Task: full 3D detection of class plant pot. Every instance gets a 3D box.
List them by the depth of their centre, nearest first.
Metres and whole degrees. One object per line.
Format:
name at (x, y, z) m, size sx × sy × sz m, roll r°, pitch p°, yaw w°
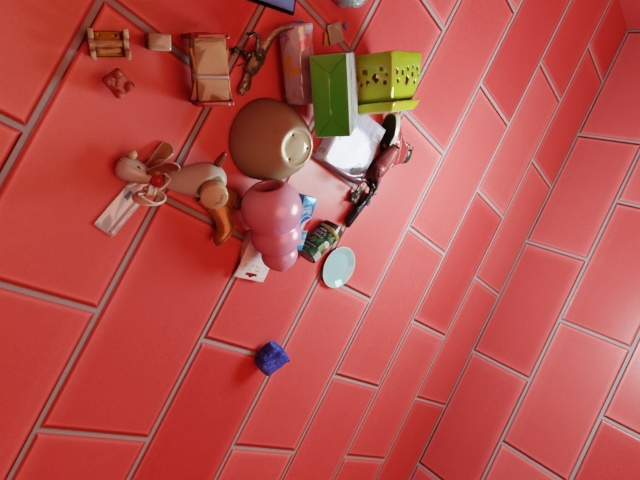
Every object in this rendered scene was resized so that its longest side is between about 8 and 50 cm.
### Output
plant pot at (-0.137, -0.325, 1.666) m, size 0.284 × 0.191 × 0.283 m, roll -17°, pitch 117°, yaw -36°
plant pot at (0.229, -0.574, 1.829) m, size 0.228 × 0.227 × 0.207 m, roll -23°, pitch 112°, yaw -48°

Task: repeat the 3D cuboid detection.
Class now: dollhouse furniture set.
dollhouse furniture set at (-0.439, -0.480, 1.391) m, size 0.375 × 0.152 × 0.201 m, roll -8°, pitch 113°, yaw -22°

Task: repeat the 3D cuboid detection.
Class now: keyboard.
keyboard at (-0.566, -0.130, 1.485) m, size 0.256 × 0.014 × 0.072 m, roll -54°, pitch 128°, yaw -12°
keyboard at (0.166, -0.140, 2.104) m, size 0.180 × 0.023 × 0.108 m, roll -54°, pitch 171°, yaw -12°

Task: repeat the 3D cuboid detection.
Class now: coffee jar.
coffee jar at (0.000, 0.000, 1.986) m, size 0.184 × 0.096 × 0.079 m, roll -45°, pitch 134°, yaw -21°

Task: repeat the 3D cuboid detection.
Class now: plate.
plate at (0.075, 0.114, 2.150) m, size 0.188 × 0.024 × 0.188 m, roll -18°, pitch 118°, yaw -36°

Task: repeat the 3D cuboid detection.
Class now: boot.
boot at (-0.351, -0.093, 1.652) m, size 0.152 × 0.073 × 0.197 m, roll 32°, pitch 72°, yaw -45°
boot at (0.337, -0.438, 2.125) m, size 0.176 × 0.088 × 0.244 m, roll -20°, pitch 127°, yaw -36°

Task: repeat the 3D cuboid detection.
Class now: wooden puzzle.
wooden puzzle at (0.052, -0.747, 1.791) m, size 0.116 × 0.014 × 0.078 m, roll -26°, pitch 127°, yaw -32°

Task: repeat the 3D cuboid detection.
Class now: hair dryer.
hair dryer at (0.239, -0.260, 2.015) m, size 0.080 × 0.224 × 0.293 m, roll 29°, pitch 84°, yaw -21°

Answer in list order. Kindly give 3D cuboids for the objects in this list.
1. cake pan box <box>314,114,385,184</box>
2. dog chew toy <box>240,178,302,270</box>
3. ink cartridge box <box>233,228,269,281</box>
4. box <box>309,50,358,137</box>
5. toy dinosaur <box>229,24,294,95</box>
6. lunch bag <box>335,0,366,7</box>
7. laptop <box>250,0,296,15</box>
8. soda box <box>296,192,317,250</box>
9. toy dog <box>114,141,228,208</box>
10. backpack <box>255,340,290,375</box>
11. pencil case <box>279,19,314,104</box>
cake pan box at (0.123, -0.388, 1.961) m, size 0.246 × 0.070 × 0.266 m, roll 24°, pitch 90°, yaw -47°
dog chew toy at (-0.157, -0.038, 1.713) m, size 0.207 × 0.207 × 0.331 m, roll -27°, pitch 126°, yaw -32°
ink cartridge box at (-0.238, 0.058, 1.842) m, size 0.146 × 0.045 × 0.179 m, roll 18°, pitch 103°, yaw -45°
box at (0.055, -0.500, 1.686) m, size 0.231 × 0.127 × 0.261 m, roll -67°, pitch 154°, yaw -65°
toy dinosaur at (-0.207, -0.593, 1.562) m, size 0.118 × 0.064 × 0.268 m, roll 22°, pitch 111°, yaw -49°
lunch bag at (0.120, -0.959, 1.699) m, size 0.224 × 0.108 × 0.279 m, roll 36°, pitch 81°, yaw -44°
laptop at (-0.112, -0.855, 1.511) m, size 0.234 × 0.264 × 0.136 m, roll -3°, pitch 72°, yaw -42°
soda box at (-0.086, -0.073, 1.895) m, size 0.067 × 0.071 × 0.209 m, roll 10°, pitch 99°, yaw -44°
toy dog at (-0.404, -0.211, 1.453) m, size 0.334 × 0.220 × 0.160 m, roll -1°, pitch 123°, yaw -42°
backpack at (-0.205, 0.471, 1.994) m, size 0.120 × 0.098 × 0.101 m, roll -43°, pitch 122°, yaw -5°
pencil case at (-0.069, -0.593, 1.674) m, size 0.124 × 0.114 × 0.272 m, roll -38°, pitch 131°, yaw -46°
